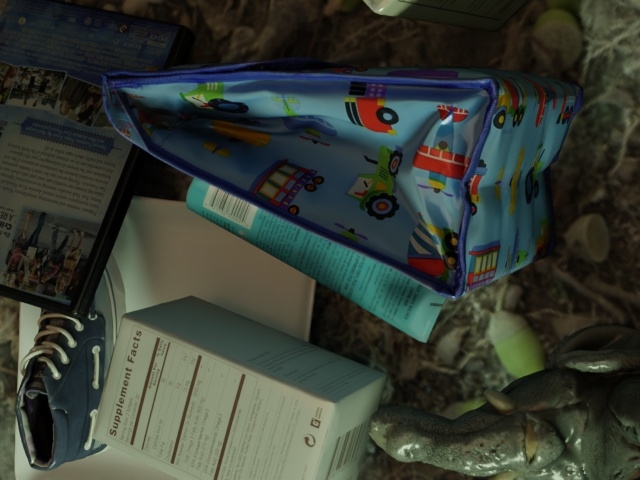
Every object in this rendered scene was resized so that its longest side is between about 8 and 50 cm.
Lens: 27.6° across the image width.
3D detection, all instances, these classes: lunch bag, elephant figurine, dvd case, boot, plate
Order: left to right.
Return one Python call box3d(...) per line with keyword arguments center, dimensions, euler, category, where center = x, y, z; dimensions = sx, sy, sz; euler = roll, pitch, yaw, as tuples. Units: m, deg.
box3d(center=(-0.224, -0.075, 1.064), dimensions=(0.180, 0.022, 0.253), euler=(15, 77, 22), category="dvd case")
box3d(center=(-0.203, 0.086, 1.043), dimensions=(0.069, 0.086, 0.190), euler=(-5, 94, 25), category="boot")
box3d(center=(-0.128, 0.099, 1.083), dimensions=(0.278, 0.045, 0.277), euler=(7, 100, 23), category="plate")
box3d(center=(0.006, -0.068, 0.906), dimensions=(0.293, 0.221, 0.138), euler=(13, 101, 22), category="lunch bag")
box3d(center=(0.192, 0.127, 0.891), dimensions=(0.239, 0.186, 0.169), euler=(9, 64, 49), category="elephant figurine")

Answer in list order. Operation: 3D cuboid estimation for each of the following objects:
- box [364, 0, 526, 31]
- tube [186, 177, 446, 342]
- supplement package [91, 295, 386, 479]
box3d(center=(0.089, -0.234, 0.842), dimensions=(0.148, 0.232, 0.127), euler=(-45, 77, 22), category="box")
box3d(center=(0.000, 0.000, 0.967), dimensions=(0.207, 0.052, 0.080), euler=(29, 135, 11), category="tube")
box3d(center=(-0.060, 0.124, 0.973), dimensions=(0.179, 0.105, 0.105), euler=(21, 104, 21), category="supplement package")
